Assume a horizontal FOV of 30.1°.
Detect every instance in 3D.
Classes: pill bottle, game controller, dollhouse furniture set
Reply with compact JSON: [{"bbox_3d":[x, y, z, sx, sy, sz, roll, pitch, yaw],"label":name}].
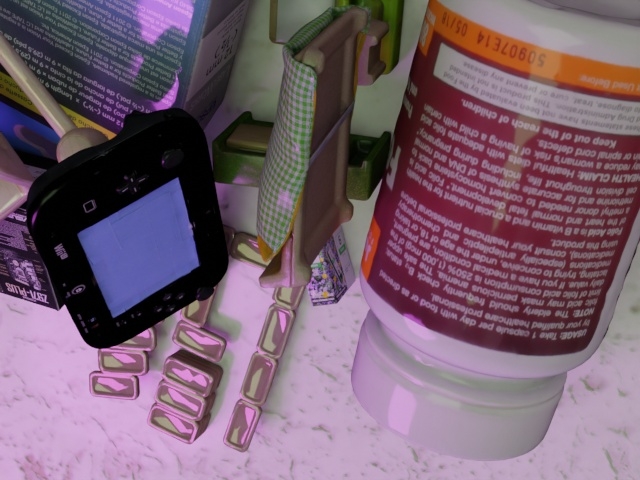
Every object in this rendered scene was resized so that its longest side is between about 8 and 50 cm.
[{"bbox_3d":[0.159,-0.025,1.018,0.224,0.224,0.392,19,115,11],"label":"pill bottle"},{"bbox_3d":[-0.168,0.000,1.088,0.067,0.166,0.319,44,161,21],"label":"game controller"},{"bbox_3d":[-0.039,-0.109,1.007,0.151,0.301,0.197,10,116,13],"label":"dollhouse furniture set"}]

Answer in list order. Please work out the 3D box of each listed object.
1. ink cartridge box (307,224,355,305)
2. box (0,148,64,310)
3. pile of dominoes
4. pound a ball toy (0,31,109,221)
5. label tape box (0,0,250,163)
[{"bbox_3d":[0.000,0.000,1.171,0.029,0.063,0.115,-8,107,23],"label":"ink cartridge box"},{"bbox_3d":[-0.340,-0.023,1.237,0.180,0.077,0.147,15,137,19],"label":"box"},{"bbox_3d":[-0.129,0.093,1.281,0.196,0.040,0.251,23,108,10],"label":"pile of dominoes"},{"bbox_3d":[-0.348,-0.130,1.100,0.208,0.136,0.319,-38,81,3],"label":"pound a ball toy"},{"bbox_3d":[-0.210,-0.206,1.125,0.249,0.115,0.348,28,137,7],"label":"label tape box"}]
